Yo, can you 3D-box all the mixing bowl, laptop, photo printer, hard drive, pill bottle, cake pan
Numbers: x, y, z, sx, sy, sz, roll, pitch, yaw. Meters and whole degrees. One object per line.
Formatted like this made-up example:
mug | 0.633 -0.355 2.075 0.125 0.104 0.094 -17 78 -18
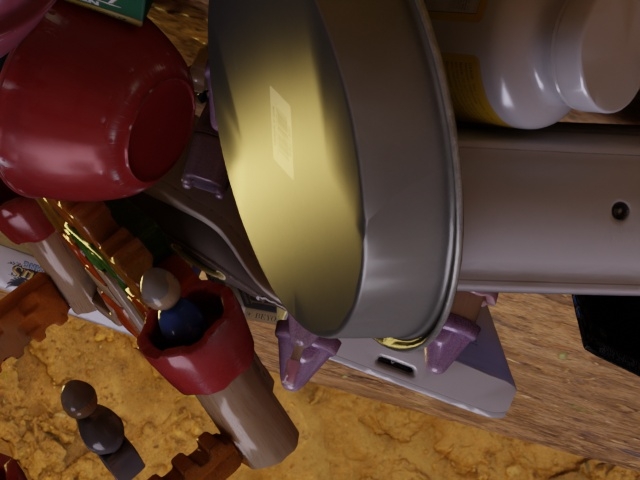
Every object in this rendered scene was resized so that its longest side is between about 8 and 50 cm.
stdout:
mixing bowl | -0.162 -0.102 1.471 0.098 0.181 0.181 22 172 26
laptop | 0.252 0.059 1.721 0.234 0.264 0.136 25 131 -34
photo printer | 0.175 -0.025 1.263 0.307 0.107 0.256 2 -174 -14
hard drive | 0.067 0.063 1.923 0.233 0.047 0.353 21 -165 -8
pill bottle | 0.102 -0.122 1.144 0.184 0.103 0.103 11 167 41
cake pan | 0.000 -0.070 1.129 0.054 0.293 0.293 -13 180 -19

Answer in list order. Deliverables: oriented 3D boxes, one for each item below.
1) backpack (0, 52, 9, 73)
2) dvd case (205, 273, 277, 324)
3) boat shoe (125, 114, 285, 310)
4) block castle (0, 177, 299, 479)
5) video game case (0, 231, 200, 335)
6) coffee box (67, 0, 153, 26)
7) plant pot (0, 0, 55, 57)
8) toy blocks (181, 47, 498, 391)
backpack | -0.275 -0.170 1.531 0.173 0.117 0.158 35 180 35
dvd case | -0.010 0.061 1.985 0.221 0.018 0.164 11 -162 -15
boat shoe | -0.073 -0.014 1.720 0.324 0.116 0.097 33 154 3
block castle | -0.249 0.097 1.593 0.453 0.303 0.213 33 157 54
video game case | -0.255 0.003 2.154 0.244 0.061 0.269 18 -155 0
coffee box | -0.169 -0.209 1.345 0.113 0.040 0.184 19 170 -5
plant pot | -0.210 -0.214 1.038 0.201 0.201 0.180 23 153 -20
toy blocks | 0.000 0.000 1.524 0.309 0.260 0.288 18 170 4
